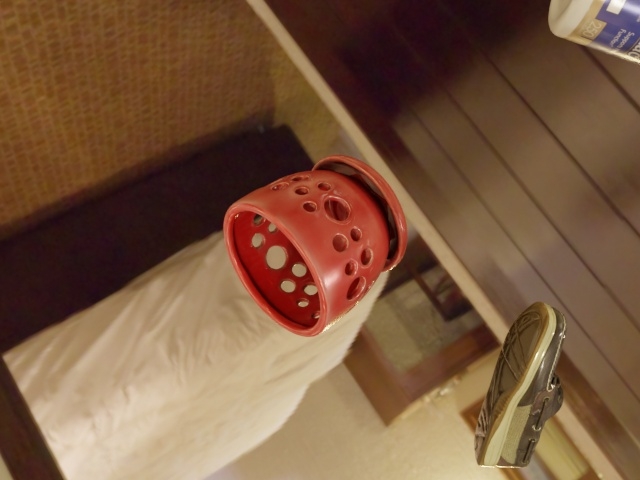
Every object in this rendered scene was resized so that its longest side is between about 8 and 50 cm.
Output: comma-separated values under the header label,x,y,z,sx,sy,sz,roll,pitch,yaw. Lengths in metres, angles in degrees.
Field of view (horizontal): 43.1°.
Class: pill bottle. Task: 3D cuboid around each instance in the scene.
label,x,y,z,sx,sy,sz,roll,pitch,yaw
pill bottle,0.443,-0.296,1.033,0.153,0.264,0.153,-162,-90,-87

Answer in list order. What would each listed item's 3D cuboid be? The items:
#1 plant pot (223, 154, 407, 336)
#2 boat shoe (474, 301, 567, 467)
label,x,y,z,sx,sy,sz,roll,pitch,yaw
plant pot,0.000,0.000,1.020,0.174,0.191,0.191,-33,164,-33
boat shoe,0.158,0.112,0.613,0.049,0.056,0.152,11,124,-5
